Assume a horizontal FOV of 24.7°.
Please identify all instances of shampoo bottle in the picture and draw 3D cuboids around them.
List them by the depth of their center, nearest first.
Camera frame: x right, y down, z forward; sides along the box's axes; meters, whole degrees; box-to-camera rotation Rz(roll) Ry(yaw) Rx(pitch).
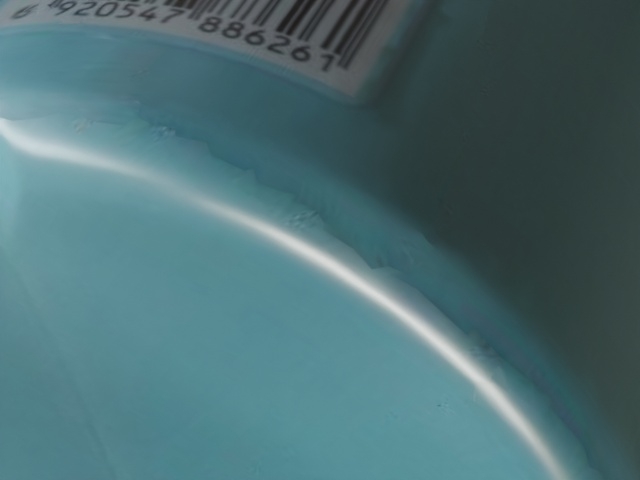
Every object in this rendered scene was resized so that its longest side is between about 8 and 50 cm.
[{"bbox_3d":[0.000,0.000,0.568,0.331,0.331,0.342,40,-139,-7],"label":"shampoo bottle"}]
